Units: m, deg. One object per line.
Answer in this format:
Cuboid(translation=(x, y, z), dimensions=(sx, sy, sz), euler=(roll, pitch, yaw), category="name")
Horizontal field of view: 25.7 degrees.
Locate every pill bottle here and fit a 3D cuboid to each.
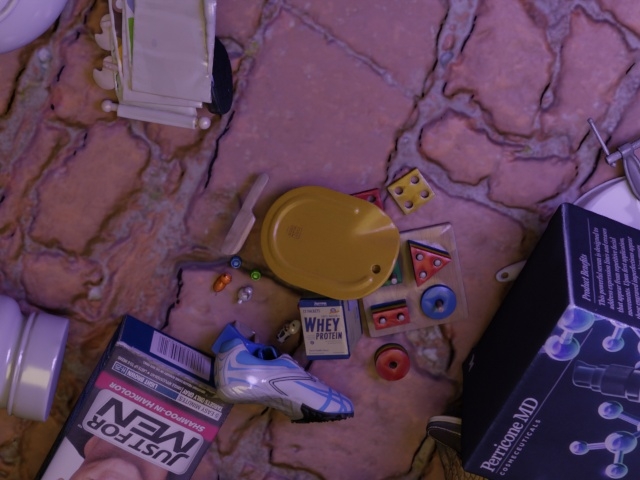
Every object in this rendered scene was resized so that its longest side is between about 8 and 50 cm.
Cuboid(translation=(-0.466, 0.133, 1.744), dimensions=(0.283, 0.160, 0.160), euler=(13, 107, -6), category="pill bottle")

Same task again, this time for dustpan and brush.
Cuboid(translation=(0.328, 0.015, 1.792), dimensions=(0.211, 0.060, 0.147), euler=(-20, 96, -2), category="dustpan and brush")

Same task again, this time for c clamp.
Cuboid(translation=(0.429, -0.118, 1.747), dimensions=(0.161, 0.022, 0.137), euler=(-23, 99, -7), category="c clamp")

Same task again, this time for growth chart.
Cuboid(translation=(-0.189, -0.242, 1.658), dimensions=(0.172, 0.021, 0.237), euler=(20, 119, 17), category="growth chart")

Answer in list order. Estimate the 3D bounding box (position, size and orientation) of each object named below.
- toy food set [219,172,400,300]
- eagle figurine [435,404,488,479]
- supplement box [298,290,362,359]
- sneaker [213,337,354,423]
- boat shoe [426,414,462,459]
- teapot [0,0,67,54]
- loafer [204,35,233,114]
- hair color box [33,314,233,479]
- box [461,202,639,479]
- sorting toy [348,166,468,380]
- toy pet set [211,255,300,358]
Cuboid(translation=(0.000, 0.000, 1.753), dimensions=(0.218, 0.071, 0.128), euler=(20, 88, 18), category="toy food set")
Cuboid(translation=(0.188, 0.402, 1.842), dimensions=(0.225, 0.226, 0.298), euler=(-14, 114, 24), category="eagle figurine")
Cuboid(translation=(0.014, 0.098, 1.782), dimensions=(0.056, 0.083, 0.083), euler=(-3, 108, 16), category="supplement box")
Cuboid(translation=(-0.039, 0.182, 1.782), dimensions=(0.085, 0.086, 0.237), euler=(-13, 154, 40), category="sneaker")
Cuboid(translation=(0.203, 0.270, 1.788), dimensions=(0.152, 0.049, 0.056), euler=(21, 148, 9), category="boat shoe")
Cuboid(translation=(-0.396, -0.318, 1.586), dimensions=(0.253, 0.187, 0.256), euler=(32, 103, -12), category="teapot")
Cuboid(translation=(-0.155, -0.230, 1.696), dimensions=(0.061, 0.062, 0.170), euler=(-12, 105, 25), category="loafer")
Cuboid(translation=(-0.262, 0.290, 1.831), dimensions=(0.174, 0.105, 0.347), euler=(27, 106, -10), category="hair color box")
Cuboid(translation=(0.411, 0.181, 1.721), dimensions=(0.396, 0.212, 0.293), euler=(20, 126, -7), category="box")
Cuboid(translation=(0.115, 0.048, 1.794), dimensions=(0.132, 0.046, 0.274), euler=(-11, 108, 2), category="sorting toy")
Cuboid(translation=(-0.092, 0.104, 1.796), dimensions=(0.122, 0.065, 0.114), euler=(33, 104, -11), category="toy pet set")
